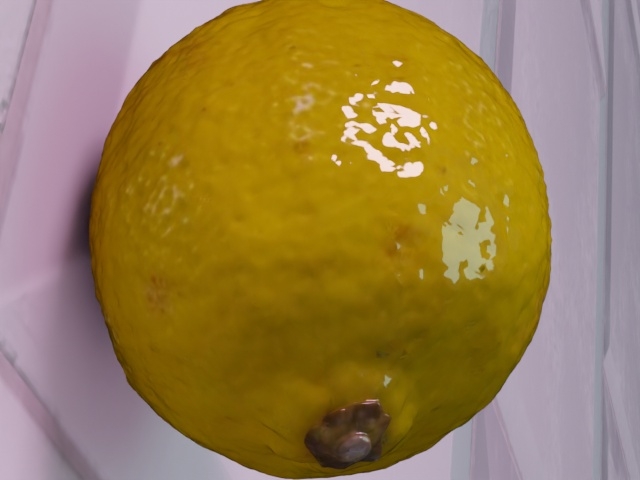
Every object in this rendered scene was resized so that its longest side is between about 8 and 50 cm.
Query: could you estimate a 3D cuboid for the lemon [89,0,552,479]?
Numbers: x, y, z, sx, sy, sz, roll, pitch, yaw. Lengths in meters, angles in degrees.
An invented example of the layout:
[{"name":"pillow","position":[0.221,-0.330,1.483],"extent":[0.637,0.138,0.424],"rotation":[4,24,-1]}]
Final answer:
[{"name":"lemon","position":[0.000,0.000,0.411],"extent":[0.109,0.109,0.133],"rotation":[70,8,-46]}]
